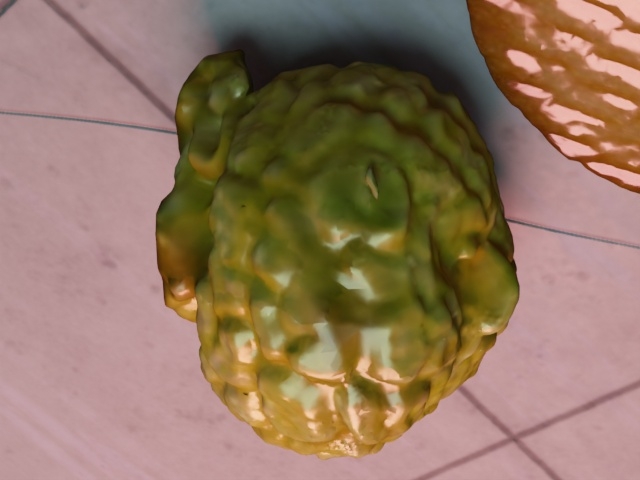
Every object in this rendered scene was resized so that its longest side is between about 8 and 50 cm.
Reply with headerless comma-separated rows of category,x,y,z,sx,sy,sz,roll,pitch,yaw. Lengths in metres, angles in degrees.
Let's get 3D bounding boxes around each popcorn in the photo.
popcorn,0.000,0.000,0.763,0.251,0.206,0.237,48,148,15

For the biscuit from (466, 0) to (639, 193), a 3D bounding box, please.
biscuit,0.232,-0.120,0.648,0.318,0.040,0.318,16,144,12
